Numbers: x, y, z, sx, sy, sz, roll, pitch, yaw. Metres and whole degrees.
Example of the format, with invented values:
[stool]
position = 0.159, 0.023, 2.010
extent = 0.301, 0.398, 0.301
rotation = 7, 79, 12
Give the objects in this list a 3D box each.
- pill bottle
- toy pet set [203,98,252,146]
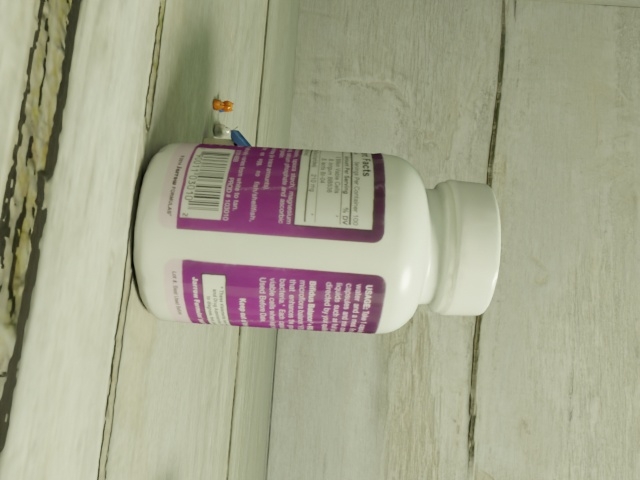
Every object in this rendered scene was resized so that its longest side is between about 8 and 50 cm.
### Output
[pill bottle]
position = 0.000, 0.000, 0.514
extent = 0.169, 0.302, 0.169
rotation = -176, -90, -90
[toy pet set]
position = -0.111, -0.123, 0.722
extent = 0.114, 0.065, 0.122
rotation = -87, 180, -80
